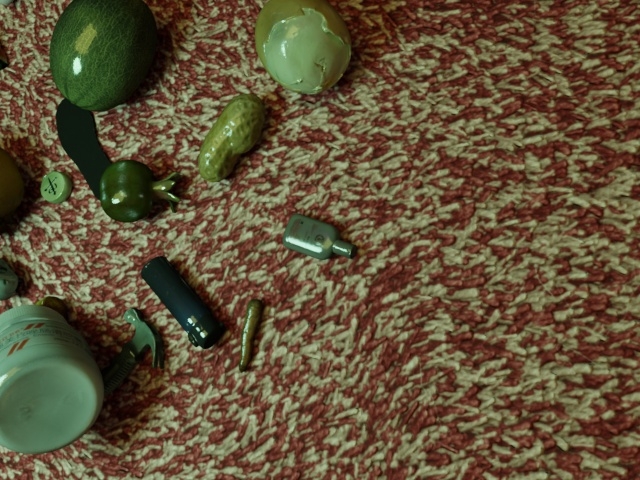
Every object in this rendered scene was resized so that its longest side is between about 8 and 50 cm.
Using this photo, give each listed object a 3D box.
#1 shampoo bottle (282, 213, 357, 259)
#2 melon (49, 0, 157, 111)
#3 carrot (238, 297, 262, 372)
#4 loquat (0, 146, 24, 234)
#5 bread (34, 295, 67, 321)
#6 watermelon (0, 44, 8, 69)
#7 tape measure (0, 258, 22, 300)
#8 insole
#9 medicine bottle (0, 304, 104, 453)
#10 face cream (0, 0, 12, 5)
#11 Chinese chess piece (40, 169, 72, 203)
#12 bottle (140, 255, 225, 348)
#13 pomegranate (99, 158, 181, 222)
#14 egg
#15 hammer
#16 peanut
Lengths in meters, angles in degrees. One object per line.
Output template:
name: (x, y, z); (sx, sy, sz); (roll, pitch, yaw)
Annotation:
shampoo bottle: (0.000, 0.000, 1.560); (0.165, 0.040, 0.080); (20, 84, 27)
melon: (-0.531, -0.465, 1.786); (0.237, 0.237, 0.302); (25, 88, 26)
carrot: (-0.156, 0.205, 1.582); (0.035, 0.035, 0.165); (11, 84, 25)
loquat: (-0.890, -0.122, 1.850); (0.274, 0.275, 0.275); (-5, 76, 22)
bread: (-0.647, 0.175, 1.771); (0.053, 0.085, 0.085); (-22, 70, 22)
watermelon: (-0.944, -0.550, 2.070); (0.125, 0.135, 0.094); (10, 45, 28)
tape measure: (-0.864, 0.071, 1.751); (0.164, 0.330, 0.084); (27, 92, 24)
insole: (-0.604, -0.240, 1.892); (0.119, 0.009, 0.348); (-40, 66, 11)
medicine bottle: (-0.620, 0.289, 1.600); (0.245, 0.245, 0.306); (-58, 34, 1)
face cream: (-0.819, -0.775, 2.070); (0.269, 0.082, 0.082); (-43, 65, 9)
Chinese chess piece: (-0.679, -0.137, 1.885); (0.084, 0.034, 0.084); (-5, 77, 22)
bottle: (-0.311, 0.140, 1.640); (0.082, 0.072, 0.244); (-36, 63, -21)
pomegranate: (-0.422, -0.119, 1.730); (0.191, 0.131, 0.152); (-8, 68, -2)
egg: (-0.045, -0.440, 1.598); (0.201, 0.201, 0.244); (-36, 53, 11)
hammer: (-0.458, 0.284, 1.688); (0.226, 0.041, 0.159); (-46, 63, 6)
peanut: (-0.202, -0.232, 1.671); (0.108, 0.095, 0.226); (38, 95, 23)
